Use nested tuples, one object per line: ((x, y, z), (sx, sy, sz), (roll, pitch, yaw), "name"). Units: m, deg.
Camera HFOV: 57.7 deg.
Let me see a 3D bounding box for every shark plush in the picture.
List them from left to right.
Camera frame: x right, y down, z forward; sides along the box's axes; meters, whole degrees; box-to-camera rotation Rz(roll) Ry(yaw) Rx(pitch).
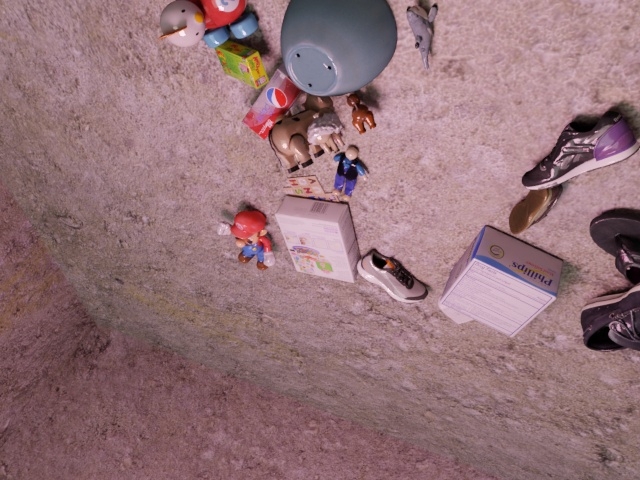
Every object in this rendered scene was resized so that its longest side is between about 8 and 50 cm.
((0.227, -0.476, 1.362), (0.073, 0.067, 0.161), (14, 142, 19), "shark plush")

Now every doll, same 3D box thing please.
((0.088, -0.212, 1.799), (0.129, 0.046, 0.189), (28, 139, 17), "doll")

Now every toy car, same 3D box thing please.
((-0.315, -0.568, 1.468), (0.210, 0.238, 0.219), (-2, 135, 36), "toy car")

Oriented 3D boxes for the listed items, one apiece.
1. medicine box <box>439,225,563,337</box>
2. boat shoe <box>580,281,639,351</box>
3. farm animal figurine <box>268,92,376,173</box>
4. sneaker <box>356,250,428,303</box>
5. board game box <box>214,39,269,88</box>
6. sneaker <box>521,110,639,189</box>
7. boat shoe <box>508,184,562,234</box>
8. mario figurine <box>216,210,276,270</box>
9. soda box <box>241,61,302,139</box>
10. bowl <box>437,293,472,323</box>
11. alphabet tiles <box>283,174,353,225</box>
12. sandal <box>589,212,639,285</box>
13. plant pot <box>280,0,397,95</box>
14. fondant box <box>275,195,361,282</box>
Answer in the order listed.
((0.559, 0.135, 1.821), (0.263, 0.149, 0.289), (26, 144, 4), "medicine box")
((0.879, 0.220, 1.585), (0.186, 0.156, 0.500), (22, 163, -2), "boat shoe")
((-0.034, -0.308, 1.576), (0.330, 0.327, 0.172), (-20, 104, 39), "farm animal figurine")
((0.262, 0.131, 2.063), (0.271, 0.100, 0.108), (29, 140, 0), "sneaker")
((-0.220, -0.489, 1.602), (0.181, 0.043, 0.092), (35, 155, 43), "board game box")
((0.607, -0.224, 1.413), (0.283, 0.107, 0.124), (-24, 105, 44), "sneaker")
((0.590, -0.084, 1.593), (0.073, 0.080, 0.223), (-6, 152, -11), "boat shoe")
((-0.282, 0.017, 2.218), (0.198, 0.170, 0.320), (-11, 148, -4), "mario figurine")
((-0.125, -0.406, 1.671), (0.092, 0.083, 0.263), (38, 144, -10), "soda box")
((0.501, 0.244, 2.079), (0.142, 0.053, 0.142), (39, 142, -16), "bowl")
((-0.017, -0.129, 2.005), (0.198, 0.009, 0.237), (-1, 136, 35), "alphabet tiles")
((0.905, 0.080, 1.555), (0.445, 0.107, 0.167), (36, 144, -12), "sandal")
((0.018, -0.465, 1.407), (0.290, 0.195, 0.290), (18, 143, 14), "plant pot")
((0.000, 0.000, 2.066), (0.238, 0.096, 0.330), (10, 142, 23), "fondant box")
